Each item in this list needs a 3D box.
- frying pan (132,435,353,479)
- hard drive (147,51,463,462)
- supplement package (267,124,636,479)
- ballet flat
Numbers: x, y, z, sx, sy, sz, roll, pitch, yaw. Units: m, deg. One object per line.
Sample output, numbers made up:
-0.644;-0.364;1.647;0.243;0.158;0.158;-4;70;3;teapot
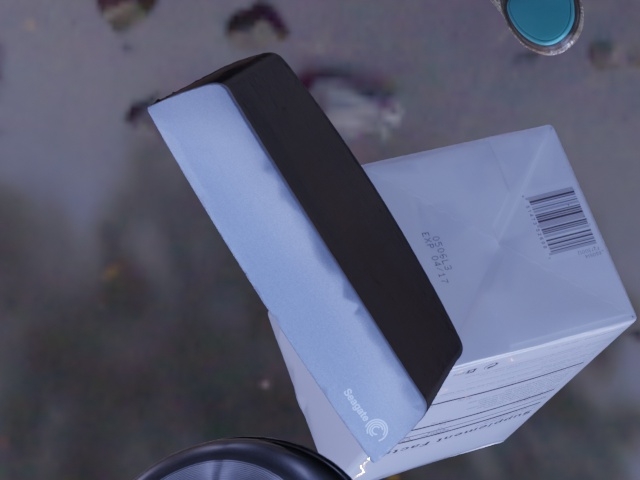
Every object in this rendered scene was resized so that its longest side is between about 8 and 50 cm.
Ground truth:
-0.109;0.238;1.123;0.326;0.197;0.053;-38;144;-11;frying pan
0.000;0.000;1.202;0.054;0.172;0.255;-31;94;20;hard drive
0.095;0.061;1.550;0.175;0.178;0.293;-13;161;-22;supplement package
0.196;-0.220;1.757;0.073;0.206;0.067;-30;133;6;ballet flat
